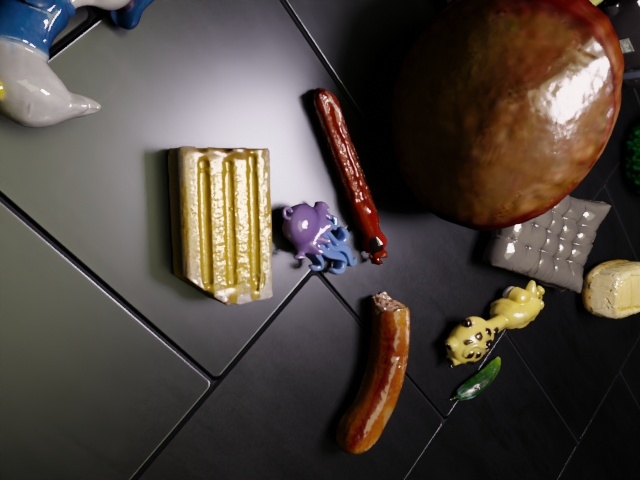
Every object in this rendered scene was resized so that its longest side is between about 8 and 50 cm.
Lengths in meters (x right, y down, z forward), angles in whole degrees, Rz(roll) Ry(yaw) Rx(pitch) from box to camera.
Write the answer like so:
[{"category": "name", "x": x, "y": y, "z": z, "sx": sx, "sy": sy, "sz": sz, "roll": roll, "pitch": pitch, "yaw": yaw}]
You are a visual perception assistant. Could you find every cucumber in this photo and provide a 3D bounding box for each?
[{"category": "cucumber", "x": 0.350, "y": 0.311, "z": 1.182, "sx": 0.168, "sy": 0.039, "sz": 0.039, "roll": -29, "pitch": 111, "yaw": -29}]

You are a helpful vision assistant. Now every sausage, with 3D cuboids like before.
[{"category": "sausage", "x": 0.107, "y": 0.247, "z": 0.992, "sx": 0.103, "sy": 0.076, "sz": 0.302, "roll": 15, "pitch": 87, "yaw": -26}]

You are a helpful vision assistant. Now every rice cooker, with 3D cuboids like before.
[{"category": "rice cooker", "x": 0.731, "y": -0.488, "z": 1.200, "sx": 0.224, "sy": 0.267, "sz": 0.267, "roll": 47, "pitch": 71, "yaw": -28}]

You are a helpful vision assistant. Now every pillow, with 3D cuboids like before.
[{"category": "pillow", "x": 0.503, "y": -0.020, "z": 1.203, "sx": 0.327, "sy": 0.101, "sz": 0.227, "roll": 17, "pitch": 88, "yaw": -32}]

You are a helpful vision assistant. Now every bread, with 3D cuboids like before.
[{"category": "bread", "x": 0.774, "y": 0.123, "z": 1.391, "sx": 0.237, "sy": 0.106, "sz": 0.139, "roll": -6, "pitch": 99, "yaw": -33}]

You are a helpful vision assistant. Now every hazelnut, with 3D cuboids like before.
[{"category": "hazelnut", "x": 0.309, "y": -0.225, "z": 0.915, "sx": 0.421, "sy": 0.353, "sz": 0.420, "roll": -1, "pitch": 90, "yaw": -68}]

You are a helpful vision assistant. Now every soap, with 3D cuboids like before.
[{"category": "soap", "x": -0.145, "y": -0.021, "z": 0.793, "sx": 0.140, "sy": 0.073, "sz": 0.231, "roll": -6, "pitch": 100, "yaw": -31}]

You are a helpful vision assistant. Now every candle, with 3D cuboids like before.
[{"category": "candle", "x": 0.056, "y": -0.104, "z": 0.926, "sx": 0.048, "sy": 0.051, "sz": 0.329, "roll": -33, "pitch": 113, "yaw": -28}]

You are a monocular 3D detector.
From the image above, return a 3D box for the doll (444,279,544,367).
[{"category": "doll", "x": 0.376, "y": 0.176, "z": 1.152, "sx": 0.291, "sy": 0.086, "sz": 0.117, "roll": -26, "pitch": 125, "yaw": -25}]

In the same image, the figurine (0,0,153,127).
[{"category": "figurine", "x": -0.338, "y": -0.271, "z": 0.611, "sx": 0.338, "sy": 0.205, "sz": 0.283, "roll": -39, "pitch": 109, "yaw": -36}]

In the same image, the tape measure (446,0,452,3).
[{"category": "tape measure", "x": 0.257, "y": -0.538, "z": 0.968, "sx": 0.196, "sy": 0.105, "sz": 0.178, "roll": 32, "pitch": 78, "yaw": -31}]

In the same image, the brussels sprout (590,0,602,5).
[{"category": "brussels sprout", "x": 0.460, "y": -0.524, "z": 1.042, "sx": 0.210, "sy": 0.219, "sz": 0.271, "roll": 19, "pitch": 106, "yaw": -42}]

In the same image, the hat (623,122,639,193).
[{"category": "hat", "x": 0.977, "y": -0.217, "z": 1.344, "sx": 0.274, "sy": 0.332, "sz": 0.242, "roll": -20, "pitch": 109, "yaw": -32}]

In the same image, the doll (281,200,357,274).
[{"category": "doll", "x": 0.000, "y": 0.000, "z": 0.900, "sx": 0.206, "sy": 0.067, "sz": 0.109, "roll": 40, "pitch": 60, "yaw": -42}]
